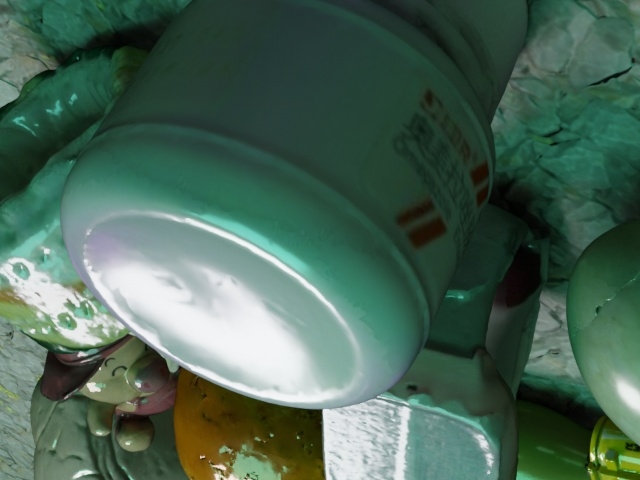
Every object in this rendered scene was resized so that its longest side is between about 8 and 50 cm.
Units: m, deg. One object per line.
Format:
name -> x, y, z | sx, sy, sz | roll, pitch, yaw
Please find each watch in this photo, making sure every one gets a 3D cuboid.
watch -> 0.111, 0.101, 0.984 | 0.162, 0.241, 0.253 | 13, 129, 17

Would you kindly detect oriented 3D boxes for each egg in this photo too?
egg -> 0.295, 0.080, 0.864 | 0.253, 0.186, 0.186 | 36, 148, -9

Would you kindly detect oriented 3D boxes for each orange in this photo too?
orange -> -0.041, 0.181, 1.233 | 0.240, 0.240, 0.240 | 20, 148, 13

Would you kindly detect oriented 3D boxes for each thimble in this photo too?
thimble -> -0.198, -0.042, 1.014 | 0.288, 0.254, 0.167 | -19, 129, 35

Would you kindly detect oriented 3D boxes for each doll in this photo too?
doll -> -0.225, 0.131, 1.355 | 0.152, 0.196, 0.256 | 12, 151, 26

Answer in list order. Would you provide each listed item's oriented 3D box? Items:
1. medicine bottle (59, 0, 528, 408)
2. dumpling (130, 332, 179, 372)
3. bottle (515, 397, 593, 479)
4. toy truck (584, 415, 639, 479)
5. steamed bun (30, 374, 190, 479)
medicine bottle -> -0.002, -0.070, 0.770 | 0.241, 0.302, 0.241 | 20, 149, 13
dumpling -> -0.162, 0.040, 1.207 | 0.092, 0.176, 0.150 | 20, 168, -19
bottle -> 0.205, 0.222, 1.214 | 0.260, 0.112, 0.112 | 11, 145, 26
toy truck -> 0.363, 0.195, 1.049 | 0.227, 0.114, 0.098 | 6, 142, 31
steamed bun -> -0.256, 0.348, 1.641 | 0.383, 0.236, 0.247 | 43, 145, -23
